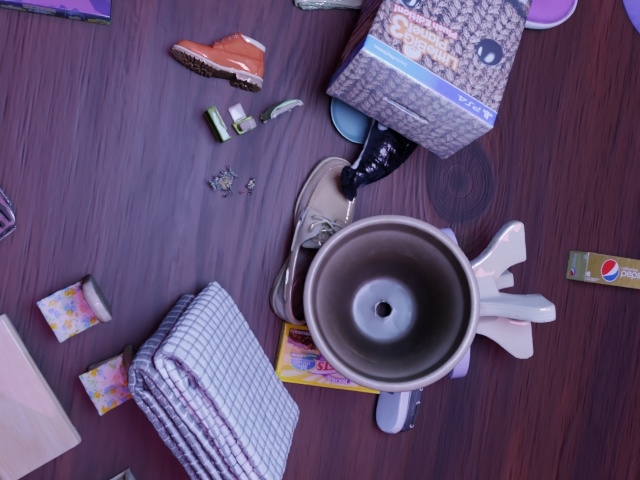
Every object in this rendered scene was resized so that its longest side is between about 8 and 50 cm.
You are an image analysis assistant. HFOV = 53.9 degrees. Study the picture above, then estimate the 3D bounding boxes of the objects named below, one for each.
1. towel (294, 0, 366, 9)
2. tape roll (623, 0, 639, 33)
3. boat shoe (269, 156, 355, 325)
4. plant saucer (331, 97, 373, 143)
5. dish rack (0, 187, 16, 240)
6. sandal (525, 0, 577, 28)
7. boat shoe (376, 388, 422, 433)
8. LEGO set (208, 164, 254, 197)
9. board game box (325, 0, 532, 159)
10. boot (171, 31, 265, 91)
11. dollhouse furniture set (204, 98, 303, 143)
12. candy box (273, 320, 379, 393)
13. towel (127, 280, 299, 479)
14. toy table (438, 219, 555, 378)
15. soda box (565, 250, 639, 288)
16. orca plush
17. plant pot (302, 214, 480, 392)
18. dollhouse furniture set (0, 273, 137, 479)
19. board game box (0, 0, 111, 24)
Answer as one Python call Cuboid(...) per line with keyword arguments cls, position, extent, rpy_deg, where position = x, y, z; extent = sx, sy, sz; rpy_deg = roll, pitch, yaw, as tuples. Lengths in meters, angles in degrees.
Cuboid(cls="towel", position=(0.022, -0.461, 1.106), extent=(0.148, 0.027, 0.110), rpy_deg=(-6, 93, -18))
Cuboid(cls="tape roll", position=(0.770, -0.548, 1.320), extent=(0.275, 0.090, 0.274), rpy_deg=(-1, 94, -18))
Cuboid(cls="boat shoe", position=(0.000, 0.000, 1.082), extent=(0.109, 0.098, 0.302), rpy_deg=(22, 85, -18))
Cuboid(cls="plant saucer", position=(0.072, -0.234, 1.136), extent=(0.120, 0.021, 0.119), rpy_deg=(-1, 92, -18))
Cuboid(cls="dish rack", position=(-0.595, -0.017, 0.897), extent=(0.271, 0.074, 0.208), rpy_deg=(-41, 105, -13))
Cuboid(cls="sandal", position=(0.328, -0.534, 1.165), extent=(0.416, 0.102, 0.169), rpy_deg=(26, 84, -18))
Cuboid(cls="boat shoe", position=(0.168, 0.246, 1.165), extent=(0.076, 0.080, 0.228), rpy_deg=(16, 83, -38))
Cuboid(cls="LEGO set", position=(-0.153, -0.097, 1.071), extent=(0.083, 0.023, 0.054), rpy_deg=(26, 86, -31))
Cuboid(cls="board game box", position=(0.180, -0.323, 1.011), extent=(0.232, 0.141, 0.290), rpy_deg=(27, 68, -14))
Cuboid(cls="boot", position=(-0.165, -0.310, 1.039), extent=(0.158, 0.059, 0.084), rpy_deg=(14, 85, -27))
Cuboid(cls="dollhouse furniture set", position=(-0.112, -0.219, 1.047), extent=(0.152, 0.076, 0.058), rpy_deg=(-28, 101, -14))
Cuboid(cls="candy box", position=(0.021, 0.213, 1.136), extent=(0.206, 0.027, 0.105), rpy_deg=(11, 91, -18))
Cuboid(cls="towel", position=(-0.157, 0.235, 0.968), extent=(0.121, 0.235, 0.283), rpy_deg=(-26, 104, 15))
Cuboid(cls="toy table", position=(0.291, 0.103, 1.126), extent=(0.161, 0.252, 0.274), rpy_deg=(-8, 115, -2))
Cuboid(cls="soda box", position=(0.606, 0.063, 1.308), extent=(0.181, 0.058, 0.061), rpy_deg=(8, 90, -19))
Cuboid(cls="orca plush", position=(0.137, -0.193, 1.079), extent=(0.287, 0.102, 0.151), rpy_deg=(-44, 121, -33))
Cuboid(cls="plant pot", position=(0.111, 0.107, 1.028), extent=(0.263, 0.229, 0.262), rpy_deg=(-1, 79, 4))
Cuboid(cls="dollhouse furniture set", position=(-0.400, 0.305, 0.880), extent=(0.362, 0.256, 0.394), rpy_deg=(-29, 101, -15))
Cuboid(cls="board game box", position=(-0.403, -0.417, 0.956), extent=(0.170, 0.048, 0.141), rpy_deg=(3, 90, -18))
